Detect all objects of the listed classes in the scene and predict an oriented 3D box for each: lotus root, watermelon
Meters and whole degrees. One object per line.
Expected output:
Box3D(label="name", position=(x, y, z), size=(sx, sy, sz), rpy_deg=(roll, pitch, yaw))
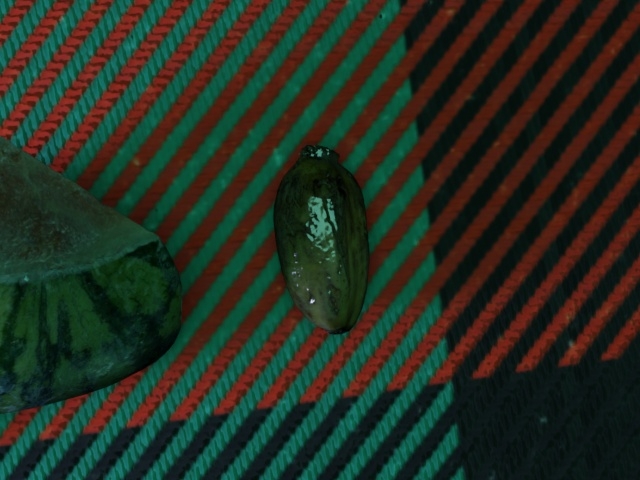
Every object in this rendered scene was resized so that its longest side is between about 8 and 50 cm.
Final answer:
Box3D(label="lotus root", position=(0.000, 0.000, 1.624), size=(0.080, 0.089, 0.179), rpy_deg=(-1, 96, 35))
Box3D(label="watermelon", position=(-0.260, 0.034, 1.577), size=(0.261, 0.213, 0.201), rpy_deg=(-5, 60, -19))
